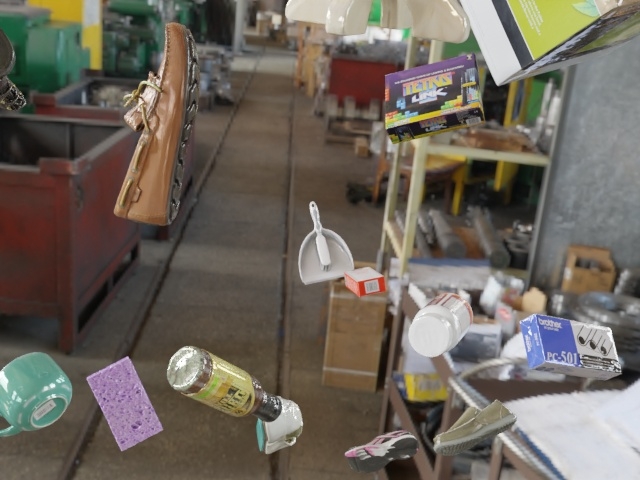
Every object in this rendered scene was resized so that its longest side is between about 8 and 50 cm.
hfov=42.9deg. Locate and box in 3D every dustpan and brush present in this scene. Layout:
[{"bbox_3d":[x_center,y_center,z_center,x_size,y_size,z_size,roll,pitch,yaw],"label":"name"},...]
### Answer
[{"bbox_3d":[0.000,0.000,2.210,0.147,0.211,0.060,-12,-17,-4],"label":"dustpan and brush"}]

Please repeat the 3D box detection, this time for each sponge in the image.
[{"bbox_3d":[-0.500,0.417,2.085,0.117,0.210,0.031,-25,4,-11],"label":"sponge"}]

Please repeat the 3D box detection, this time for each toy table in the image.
[{"bbox_3d":[0.074,-0.348,1.042,0.252,0.160,0.274,19,23,33],"label":"toy table"}]

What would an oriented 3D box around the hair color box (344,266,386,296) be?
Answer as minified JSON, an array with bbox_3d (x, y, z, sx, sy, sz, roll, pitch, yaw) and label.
[{"bbox_3d":[0.111,0.103,2.060,0.072,0.043,0.141,-11,10,-10],"label":"hair color box"}]

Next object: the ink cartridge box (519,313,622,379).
[{"bbox_3d":[0.476,0.204,1.548,0.207,0.046,0.097,12,58,-29],"label":"ink cartridge box"}]

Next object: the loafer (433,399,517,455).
[{"bbox_3d":[0.404,0.501,2.193,0.251,0.094,0.087,-16,57,-21],"label":"loafer"}]

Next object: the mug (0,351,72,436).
[{"bbox_3d":[-0.533,0.299,1.514,0.097,0.157,0.129,38,21,29],"label":"mug"}]

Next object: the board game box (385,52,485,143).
[{"bbox_3d":[0.203,-0.255,1.465,0.170,0.048,0.141,-12,52,18],"label":"board game box"}]

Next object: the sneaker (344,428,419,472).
[{"bbox_3d":[0.146,0.502,1.962,0.178,0.071,0.077,-12,13,0],"label":"sneaker"}]

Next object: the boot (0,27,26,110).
[{"bbox_3d":[-0.569,-0.296,1.394,0.263,0.091,0.229,32,-15,23],"label":"boot"}]

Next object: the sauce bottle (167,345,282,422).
[{"bbox_3d":[-0.210,0.349,1.913,0.111,0.111,0.344,23,-10,42],"label":"sauce bottle"}]

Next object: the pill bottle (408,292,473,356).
[{"bbox_3d":[0.296,0.210,2.016,0.121,0.121,0.221,13,14,21],"label":"pill bottle"}]

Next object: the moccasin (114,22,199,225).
[{"bbox_3d":[-0.314,-0.221,1.538,0.147,0.379,0.139,12,12,-3],"label":"moccasin"}]

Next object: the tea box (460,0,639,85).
[{"bbox_3d":[0.491,-0.471,1.487,0.329,0.219,0.323,-20,-4,-29],"label":"tea box"}]

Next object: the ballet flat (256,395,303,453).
[{"bbox_3d":[-0.113,0.503,2.267,0.139,0.139,0.400,5,-25,-1],"label":"ballet flat"}]
